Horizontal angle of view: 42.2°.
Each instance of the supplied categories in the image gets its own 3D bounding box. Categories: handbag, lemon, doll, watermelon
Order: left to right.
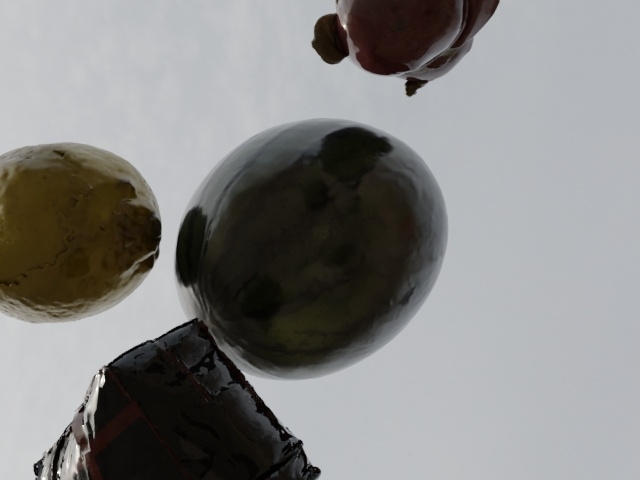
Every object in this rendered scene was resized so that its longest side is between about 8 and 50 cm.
[{"bbox_3d":[-0.287,-0.008,0.908,0.260,0.204,0.204,-3,-83,24],"label":"lemon"},{"bbox_3d":[-0.123,0.178,0.651,0.169,0.155,0.215,52,-48,10],"label":"handbag"},{"bbox_3d":[0.000,0.000,0.944,0.279,0.359,0.278,18,-57,30],"label":"watermelon"},{"bbox_3d":[0.097,-0.254,0.895,0.152,0.256,0.196,44,-74,2],"label":"doll"}]
